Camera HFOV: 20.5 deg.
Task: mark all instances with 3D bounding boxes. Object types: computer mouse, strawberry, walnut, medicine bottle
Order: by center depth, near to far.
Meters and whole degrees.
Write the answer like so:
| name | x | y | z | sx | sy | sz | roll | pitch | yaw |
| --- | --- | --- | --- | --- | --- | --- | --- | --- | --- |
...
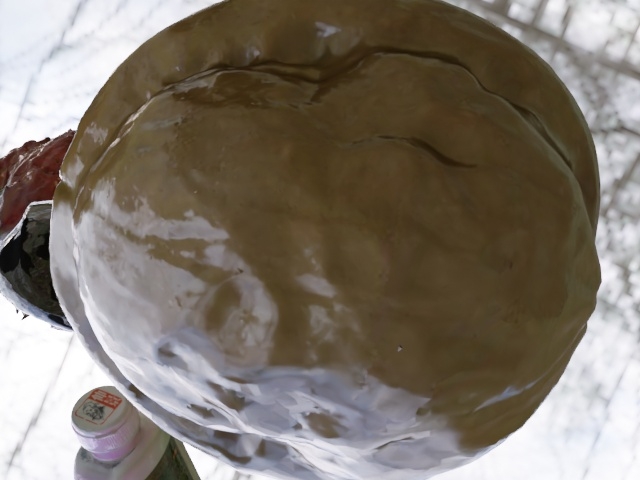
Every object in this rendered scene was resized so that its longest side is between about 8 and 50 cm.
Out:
| name | x | y | z | sx | sy | sz | roll | pitch | yaw |
| --- | --- | --- | --- | --- | --- | --- | --- | --- | --- |
| walnut | 0.012 | 0.003 | 1.246 | 0.383 | 0.383 | 0.383 | 20 | -160 | -7 |
| computer mouse | -0.188 | 0.015 | 1.463 | 0.137 | 0.086 | 0.270 | 25 | -176 | 1 |
| medicine bottle | -0.180 | 0.234 | 1.729 | 0.078 | 0.219 | 0.115 | 14 | -129 | 32 |
| strawberry | -0.278 | -0.021 | 2.179 | 0.277 | 0.257 | 0.257 | -22 | -146 | -11 |
